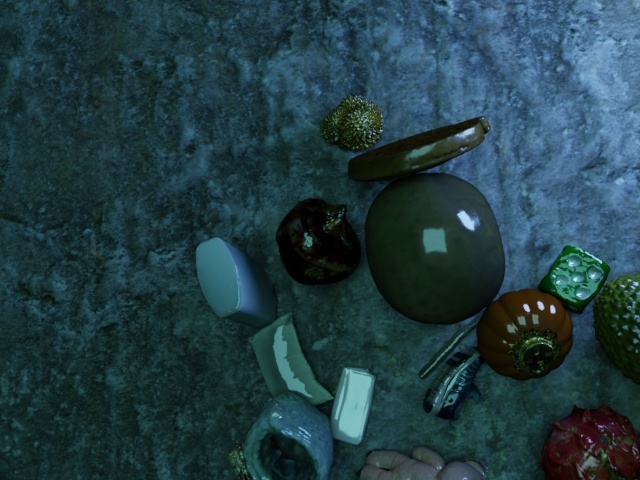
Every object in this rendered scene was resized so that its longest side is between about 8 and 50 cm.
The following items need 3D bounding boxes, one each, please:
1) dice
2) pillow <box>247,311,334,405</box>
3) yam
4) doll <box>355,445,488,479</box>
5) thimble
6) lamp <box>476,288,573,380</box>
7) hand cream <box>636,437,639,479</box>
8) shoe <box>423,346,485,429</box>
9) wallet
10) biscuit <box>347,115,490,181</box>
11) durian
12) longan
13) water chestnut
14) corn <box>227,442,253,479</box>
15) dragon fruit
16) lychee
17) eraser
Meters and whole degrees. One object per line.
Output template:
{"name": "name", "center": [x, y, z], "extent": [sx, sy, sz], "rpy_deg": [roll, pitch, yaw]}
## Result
{"name": "dice", "center": [0.596, 0.091, 1.667], "extent": [0.120, 0.128, 0.131], "rpy_deg": [33, 88, 16]}
{"name": "pillow", "center": [-0.078, 0.323, 1.787], "extent": [0.144, 0.078, 0.254], "rpy_deg": [-29, 77, 10]}
{"name": "yam", "center": [0.326, 0.254, 1.748], "extent": [0.234, 0.029, 0.027], "rpy_deg": [-45, 102, -1]}
{"name": "doll", "center": [0.238, 0.586, 1.660], "extent": [0.303, 0.156, 0.201], "rpy_deg": [5, 40, 32]}
{"name": "thimble", "center": [-0.075, 0.493, 1.675], "extent": [0.205, 0.172, 0.250], "rpy_deg": [-11, 102, 14]}
{"name": "lamp", "center": [0.471, 0.217, 1.635], "extent": [0.223, 0.196, 0.223], "rpy_deg": [-2, 114, -5]}
{"name": "hand cream", "center": [0.766, 0.455, 1.611], "extent": [0.084, 0.050, 0.257], "rpy_deg": [35, 85, 18]}
{"name": "shoe", "center": [0.337, 0.349, 1.704], "extent": [0.106, 0.091, 0.207], "rpy_deg": [34, 83, -7]}
{"name": "wallet", "center": [0.080, 0.409, 1.764], "extent": [0.095, 0.033, 0.190], "rpy_deg": [15, 83, 12]}
{"name": "biscuit", "center": [0.238, -0.207, 1.673], "extent": [0.350, 0.394, 0.070], "rpy_deg": [-19, 99, -2]}
{"name": "durian", "center": [0.090, -0.303, 1.842], "extent": [0.158, 0.137, 0.168], "rpy_deg": [38, 74, 20]}
{"name": "longan", "center": [0.269, 0.017, 1.647], "extent": [0.361, 0.361, 0.361], "rpy_deg": [-2, 80, 11]}
{"name": "water chestnut", "center": [0.000, 0.000, 1.756], "extent": [0.238, 0.223, 0.224], "rpy_deg": [-38, 73, 34]}
{"name": "corn", "center": [-0.146, 0.610, 1.752], "extent": [0.079, 0.079, 0.237], "rpy_deg": [-37, 75, 3]}
{"name": "dragon fruit", "center": [0.585, 0.485, 1.566], "extent": [0.210, 0.205, 0.268], "rpy_deg": [39, 98, 12]}
{"name": "lychee", "center": [0.750, 0.200, 1.549], "extent": [0.270, 0.270, 0.320], "rpy_deg": [-36, 113, 3]}
{"name": "eraser", "center": [-0.200, 0.112, 1.744], "extent": [0.104, 0.290, 0.189], "rpy_deg": [-19, 74, 8]}
